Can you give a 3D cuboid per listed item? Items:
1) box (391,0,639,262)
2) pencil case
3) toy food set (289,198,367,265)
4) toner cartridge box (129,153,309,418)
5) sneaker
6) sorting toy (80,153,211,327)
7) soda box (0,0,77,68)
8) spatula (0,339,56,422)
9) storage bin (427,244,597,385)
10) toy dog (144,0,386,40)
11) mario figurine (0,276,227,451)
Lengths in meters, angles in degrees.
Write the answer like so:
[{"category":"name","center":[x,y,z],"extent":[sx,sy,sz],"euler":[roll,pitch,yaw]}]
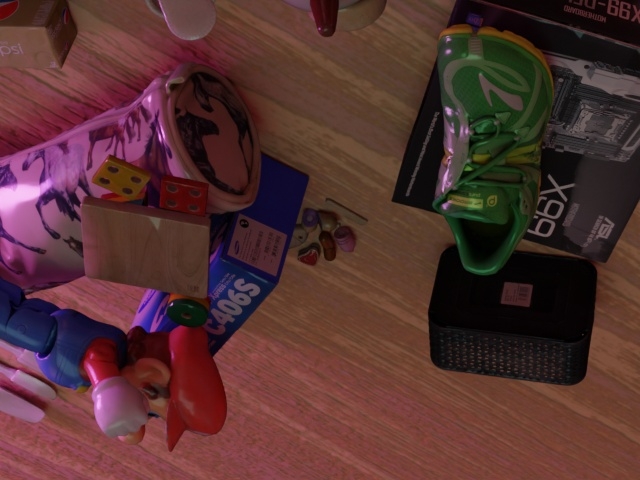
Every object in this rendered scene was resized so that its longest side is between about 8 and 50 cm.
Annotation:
[{"category":"box","center":[0.224,-0.126,1.659],"extent":[0.242,0.076,0.307],"euler":[17,141,0]},{"category":"pencil case","center":[-0.246,-0.065,1.829],"extent":[0.410,0.160,0.183],"euler":[-20,125,37]},{"category":"toy food set","center":[0.000,0.000,1.934],"extent":[0.078,0.019,0.122],"euler":[29,140,-15]},{"category":"toner cartridge box","center":[-0.136,0.058,1.936],"extent":[0.075,0.165,0.348],"euler":[28,139,-12]},{"category":"sneaker","center":[0.164,-0.081,1.574],"extent":[0.109,0.123,0.295],"euler":[4,138,16]},{"category":"sorting toy","center":[-0.176,-0.010,1.703],"extent":[0.132,0.046,0.274],"euler":[10,145,2]},{"category":"soda box","center":[-0.356,-0.224,1.757],"extent":[0.181,0.058,0.061],"euler":[4,140,16]},{"category":"spatula","center":[-0.471,0.169,2.301],"extent":[0.242,0.019,0.168],"euler":[29,140,-16]},{"category":"storage bin","center":[0.218,0.084,1.877],"extent":[0.180,0.122,0.084],"euler":[6,140,12]},{"category":"toy dog","center":[-0.082,-0.260,1.537],"extent":[0.333,0.161,0.220],"euler":[-4,137,23]},{"category":"mario figurine","center":[-0.259,0.154,1.820],"extent":[0.320,0.198,0.170],"euler":[21,131,1]}]
